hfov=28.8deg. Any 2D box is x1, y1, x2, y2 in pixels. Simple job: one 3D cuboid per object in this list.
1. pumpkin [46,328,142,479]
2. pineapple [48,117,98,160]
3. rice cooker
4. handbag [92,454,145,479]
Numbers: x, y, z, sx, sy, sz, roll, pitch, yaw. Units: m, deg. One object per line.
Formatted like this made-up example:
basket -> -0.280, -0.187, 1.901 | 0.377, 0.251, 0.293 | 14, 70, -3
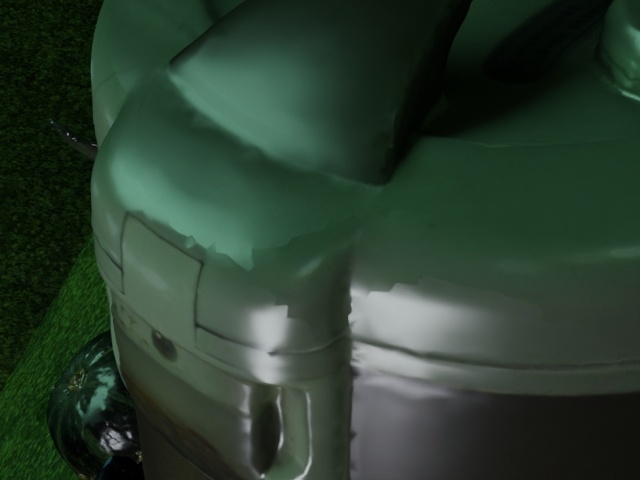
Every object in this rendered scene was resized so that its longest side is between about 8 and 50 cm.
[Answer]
pumpkin -> -0.227, 0.191, 1.419 | 0.190, 0.146, 0.190 | -46, 19, 21
pineapple -> -0.001, 0.003, 0.785 | 0.165, 0.365, 0.165 | -55, 15, 22
rice cooker -> 0.064, -0.002, 0.520 | 0.335, 0.335, 0.325 | -74, -12, -48
handbag -> -0.129, 0.248, 0.957 | 0.162, 0.113, 0.260 | -53, -26, 0
